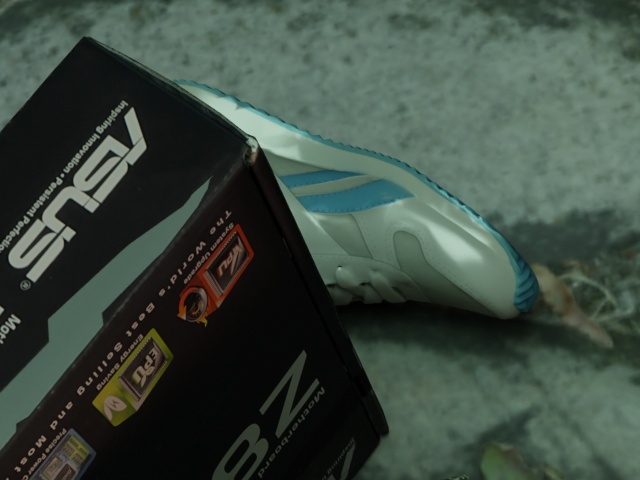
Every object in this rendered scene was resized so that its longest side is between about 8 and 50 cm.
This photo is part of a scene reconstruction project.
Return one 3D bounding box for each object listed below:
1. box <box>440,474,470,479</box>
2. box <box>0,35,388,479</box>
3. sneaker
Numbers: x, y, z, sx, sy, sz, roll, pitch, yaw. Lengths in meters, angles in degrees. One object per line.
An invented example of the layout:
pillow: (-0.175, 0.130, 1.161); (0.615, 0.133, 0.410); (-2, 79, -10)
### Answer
box: (0.017, 0.276, 0.653); (0.177, 0.279, 0.290); (-14, 65, 5)
box: (-0.144, 0.155, 0.717); (0.097, 0.318, 0.395); (33, 75, 21)
sneaker: (0.000, 0.000, 0.894); (0.228, 0.087, 0.092); (21, 78, 27)
